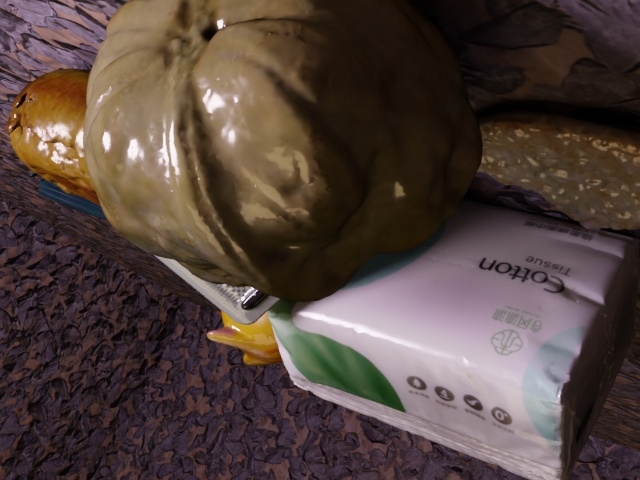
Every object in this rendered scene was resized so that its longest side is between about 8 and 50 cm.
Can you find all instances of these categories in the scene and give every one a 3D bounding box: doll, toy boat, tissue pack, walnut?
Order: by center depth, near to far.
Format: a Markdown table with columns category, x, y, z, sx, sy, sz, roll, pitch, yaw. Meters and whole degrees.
| category | x | y | z | sx | sy | sz | roll | pitch | yaw |
| --- | --- | --- | --- | --- | --- | --- | --- | --- | --- |
| walnut | -0.032 | -0.087 | 0.647 | 0.277 | 0.282 | 0.253 | 27 | -151 | -55 |
| tissue pack | 0.152 | 0.086 | 0.953 | 0.357 | 0.266 | 0.193 | 14 | 135 | 31 |
| doll | -0.032 | 0.042 | 1.138 | 0.162 | 0.269 | 0.167 | 9 | 158 | 36 |
| toy boat | -0.390 | -0.093 | 1.569 | 0.296 | 0.114 | 0.122 | 19 | -173 | 15 |

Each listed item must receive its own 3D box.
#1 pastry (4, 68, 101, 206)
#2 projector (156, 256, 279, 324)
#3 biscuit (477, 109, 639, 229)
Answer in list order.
| category | x | y | z | sx | sy | sz | roll | pitch | yaw |
| --- | --- | --- | --- | --- | --- | --- | --- | --- | --- |
| pastry | -0.262 | -0.110 | 1.163 | 0.356 | 0.163 | 0.356 | 20 | 169 | 4 |
| projector | -0.091 | -0.049 | 0.929 | 0.177 | 0.163 | 0.242 | 43 | -159 | -15 |
| biscuit | 0.240 | -0.061 | 0.755 | 0.266 | 0.040 | 0.188 | 17 | 166 | 32 |
